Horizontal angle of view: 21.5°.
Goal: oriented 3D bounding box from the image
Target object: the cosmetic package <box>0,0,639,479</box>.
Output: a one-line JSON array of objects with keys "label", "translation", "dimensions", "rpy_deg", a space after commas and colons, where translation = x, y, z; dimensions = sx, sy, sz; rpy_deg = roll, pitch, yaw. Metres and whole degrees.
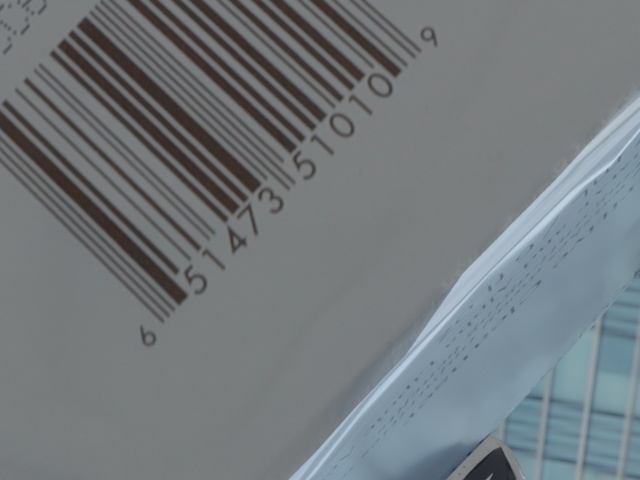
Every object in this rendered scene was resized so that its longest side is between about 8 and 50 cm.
[{"label": "cosmetic package", "translation": [0.000, 0.000, 0.555], "dimensions": [0.156, 0.217, 0.385], "rpy_deg": [44, 180, 13]}]

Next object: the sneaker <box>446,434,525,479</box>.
[{"label": "sneaker", "translation": [0.041, 0.173, 1.018], "dimensions": [0.094, 0.153, 0.235], "rpy_deg": [-13, -146, 43]}]
